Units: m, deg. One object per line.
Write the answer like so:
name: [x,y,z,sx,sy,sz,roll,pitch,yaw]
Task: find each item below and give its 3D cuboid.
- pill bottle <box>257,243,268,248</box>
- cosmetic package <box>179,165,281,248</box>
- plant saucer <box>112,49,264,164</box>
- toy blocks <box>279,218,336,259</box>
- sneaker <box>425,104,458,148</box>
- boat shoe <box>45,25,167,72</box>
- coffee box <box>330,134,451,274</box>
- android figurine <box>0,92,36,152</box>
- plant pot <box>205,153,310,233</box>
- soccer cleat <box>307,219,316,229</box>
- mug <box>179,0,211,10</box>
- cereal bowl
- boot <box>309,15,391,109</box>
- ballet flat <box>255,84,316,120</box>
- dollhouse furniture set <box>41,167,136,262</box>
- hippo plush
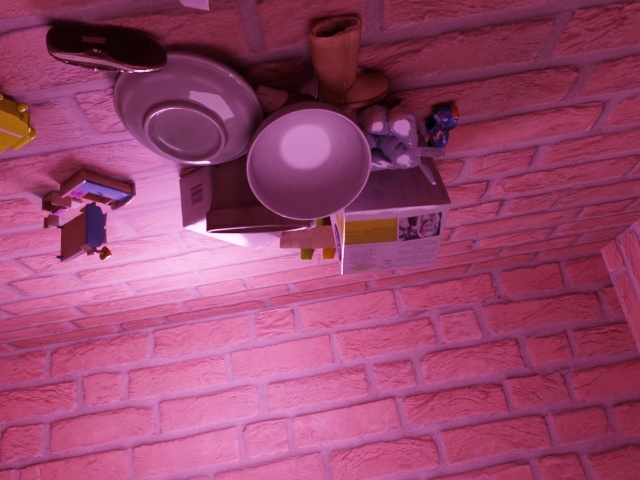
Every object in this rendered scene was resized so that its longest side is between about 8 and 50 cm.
pill bottle: [-0.232,-0.044,2.351,0.117,0.117,0.215,3,156,-29]
cosmetic package: [-0.316,-0.112,2.040,0.155,0.196,0.366,-22,154,27]
plant saucer: [-0.353,-0.312,1.503,0.401,0.100,0.400,2,146,2]
toy blocks: [0.000,0.000,2.503,0.382,0.190,0.261,-2,173,17]
sneaker: [0.385,-0.374,1.877,0.087,0.083,0.221,5,151,-4]
boat shoe: [-0.491,-0.434,1.312,0.258,0.095,0.095,6,168,-22]
coffee box: [0.212,-0.119,1.942,0.339,0.337,0.334,-6,140,-5]
android figurine: [-0.879,-0.307,1.481,0.273,0.056,0.248,-23,155,31]
plant pot: [-0.200,-0.168,1.768,0.324,0.280,0.323,-3,179,0]
soccer cleat: [-0.106,-0.136,2.140,0.116,0.143,0.331,-21,156,26]
mug: [-0.269,-0.521,1.216,0.064,0.062,0.078,0,151,-5]
cereal bowl: [-0.036,-0.231,1.562,0.340,0.141,0.338,-3,125,-4]
boot: [0.089,-0.464,1.478,0.236,0.089,0.269,-24,152,-12]
ballet flat: [-0.188,-0.369,1.600,0.343,0.116,0.124,-13,139,18]
dollhouse furniture set: [-0.762,-0.035,1.879,0.287,0.303,0.198,-24,154,32]
hippo plush: [0.216,-0.339,1.685,0.295,0.236,0.234,6,134,-1]
